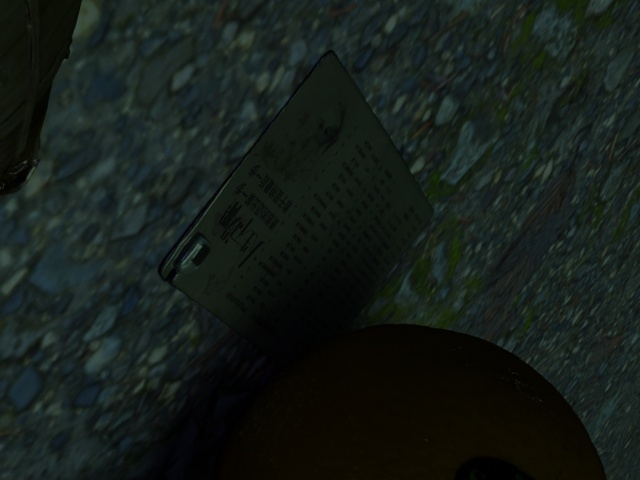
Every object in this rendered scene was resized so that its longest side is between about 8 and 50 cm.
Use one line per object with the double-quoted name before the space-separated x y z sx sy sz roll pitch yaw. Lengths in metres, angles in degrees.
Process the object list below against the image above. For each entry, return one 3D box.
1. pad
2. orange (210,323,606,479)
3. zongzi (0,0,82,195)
"pad" 0.000 0.000 0.835 0.159 0.009 0.265 -53 155 -5
"orange" 0.054 0.191 0.853 0.274 0.274 0.274 -40 151 -28
"zongzi" -0.103 -0.103 0.465 0.176 0.078 0.160 -47 158 -25
